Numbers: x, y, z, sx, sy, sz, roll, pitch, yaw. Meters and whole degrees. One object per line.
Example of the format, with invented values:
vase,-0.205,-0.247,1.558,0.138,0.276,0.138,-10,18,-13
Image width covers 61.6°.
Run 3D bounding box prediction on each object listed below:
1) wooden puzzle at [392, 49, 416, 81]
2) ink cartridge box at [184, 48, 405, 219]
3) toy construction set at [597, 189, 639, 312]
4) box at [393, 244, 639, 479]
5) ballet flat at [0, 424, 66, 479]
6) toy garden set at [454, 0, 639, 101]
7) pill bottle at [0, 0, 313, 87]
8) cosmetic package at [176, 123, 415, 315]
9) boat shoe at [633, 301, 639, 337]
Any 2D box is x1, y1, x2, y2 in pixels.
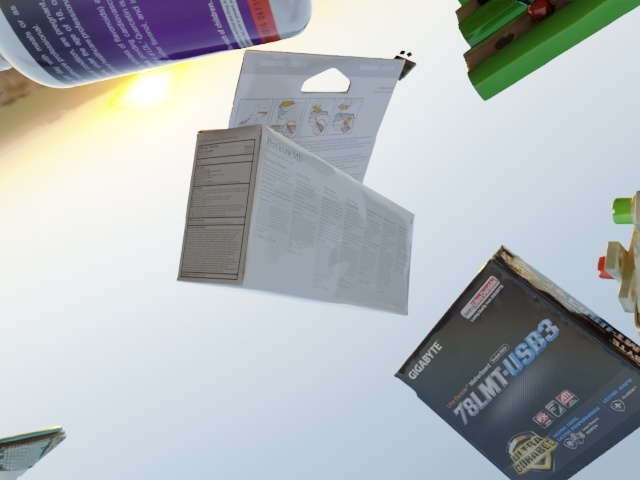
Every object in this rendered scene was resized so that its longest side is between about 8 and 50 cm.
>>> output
wooden puzzle,0.149,-0.328,1.021,0.049,0.006,0.083,37,-101,32
ink cartridge box,-0.033,-0.145,0.761,0.296,0.261,0.066,-14,-137,-43
toy construction set,0.425,-0.017,0.517,0.327,0.151,0.215,-17,168,42
box,0.304,0.207,0.820,0.073,0.293,0.296,-32,157,-53
ballet flat,-0.408,0.260,0.605,0.221,0.079,0.077,7,159,-39
toy garden set,0.174,-0.231,0.361,0.203,0.049,0.244,-30,-145,32
pill bottle,-0.177,-0.243,0.473,0.322,0.182,0.181,-12,-155,3
cosmetic package,0.000,0.000,0.417,0.060,0.239,0.099,2,-100,33
boat shoe,0.544,0.007,0.801,0.116,0.325,0.097,13,175,1
